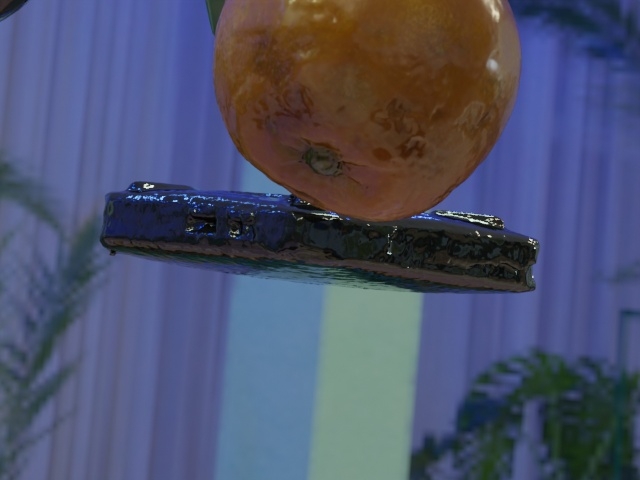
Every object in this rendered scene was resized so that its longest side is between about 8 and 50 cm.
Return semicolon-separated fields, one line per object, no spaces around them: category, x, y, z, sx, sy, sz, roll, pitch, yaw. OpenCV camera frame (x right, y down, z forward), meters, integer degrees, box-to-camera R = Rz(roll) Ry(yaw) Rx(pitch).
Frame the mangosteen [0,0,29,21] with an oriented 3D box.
mangosteen;-0.180;-0.142;0.864;0.140;0.140;0.140;5;-7;1

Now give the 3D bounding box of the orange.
orange;0.037;-0.149;1.659;0.261;0.261;0.261;5;-7;1

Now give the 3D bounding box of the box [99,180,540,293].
box;0.000;0.000;2.017;0.350;0.091;0.359;4;-2;45

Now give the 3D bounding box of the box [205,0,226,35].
box;-0.049;-0.320;1.846;0.153;0.244;0.092;-12;8;0
